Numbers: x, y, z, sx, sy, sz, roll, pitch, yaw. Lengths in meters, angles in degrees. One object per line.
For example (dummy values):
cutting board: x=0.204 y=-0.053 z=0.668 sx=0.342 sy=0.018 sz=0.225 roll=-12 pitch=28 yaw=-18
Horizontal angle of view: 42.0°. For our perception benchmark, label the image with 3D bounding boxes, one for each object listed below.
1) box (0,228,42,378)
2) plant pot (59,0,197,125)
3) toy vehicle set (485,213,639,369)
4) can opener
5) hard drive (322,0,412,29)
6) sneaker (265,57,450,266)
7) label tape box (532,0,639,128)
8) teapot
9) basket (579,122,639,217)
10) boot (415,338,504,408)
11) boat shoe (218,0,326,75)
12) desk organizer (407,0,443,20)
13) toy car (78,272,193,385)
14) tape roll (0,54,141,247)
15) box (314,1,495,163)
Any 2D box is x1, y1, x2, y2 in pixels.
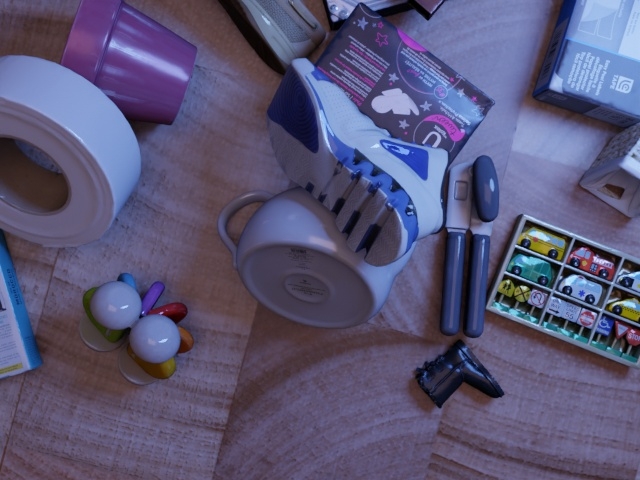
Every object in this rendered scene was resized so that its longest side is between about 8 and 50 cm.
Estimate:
box: x=-0.526 y=0.097 z=1.309 sx=0.100 sy=0.060 sz=0.244 roll=-16 pitch=90 yaw=-1
plant pot: x=-0.292 y=-0.265 z=1.263 sx=0.180 sy=0.201 sz=0.201 roll=17 pitch=89 yaw=-17
toy vehicle set: x=0.414 y=0.082 z=1.339 sx=0.267 sy=0.035 sz=0.166 roll=21 pitch=89 yaw=-1
can opener: x=0.233 y=0.009 z=1.305 sx=0.076 sy=0.095 sz=0.283 roll=5 pitch=82 yaw=2
hard drive: x=0.148 y=-0.495 z=1.329 sx=0.339 sy=0.064 sz=0.237 roll=-15 pitch=89 yaw=0
sneaker: x=0.070 y=-0.107 z=1.161 sx=0.315 sy=0.182 sz=0.127 roll=55 pitch=133 yaw=22
label tape box: x=0.537 y=-0.293 z=1.311 sx=0.334 sy=0.106 sz=0.240 roll=17 pitch=89 yaw=-1
teapot: x=0.000 y=0.000 z=1.261 sx=0.256 sy=0.252 sz=0.187 roll=34 pitch=51 yaw=-20
basket: x=0.496 y=-0.112 z=1.282 sx=0.113 sy=0.167 sz=0.103 roll=33 pitch=83 yaw=-1
boot: x=0.219 y=0.228 z=1.330 sx=0.099 sy=0.045 sz=0.121 roll=-40 pitch=83 yaw=-4
boat shoe: x=-0.116 y=-0.410 z=1.251 sx=0.110 sy=0.121 sz=0.341 roll=-43 pitch=125 yaw=-6
desk organizer: x=0.135 y=-0.400 z=1.272 sx=0.130 sy=0.047 sz=0.050 roll=41 pitch=91 yaw=0
toy car: x=-0.276 y=0.124 z=1.286 sx=0.182 sy=0.159 sz=0.136 roll=40 pitch=54 yaw=0
tape roll: x=-0.410 y=-0.121 z=1.209 sx=0.286 sy=0.286 sz=0.100 roll=20 pitch=47 yaw=-1
box: x=0.113 y=-0.218 z=1.274 sx=0.247 sy=0.163 sz=0.142 roll=37 pitch=91 yaw=-1
